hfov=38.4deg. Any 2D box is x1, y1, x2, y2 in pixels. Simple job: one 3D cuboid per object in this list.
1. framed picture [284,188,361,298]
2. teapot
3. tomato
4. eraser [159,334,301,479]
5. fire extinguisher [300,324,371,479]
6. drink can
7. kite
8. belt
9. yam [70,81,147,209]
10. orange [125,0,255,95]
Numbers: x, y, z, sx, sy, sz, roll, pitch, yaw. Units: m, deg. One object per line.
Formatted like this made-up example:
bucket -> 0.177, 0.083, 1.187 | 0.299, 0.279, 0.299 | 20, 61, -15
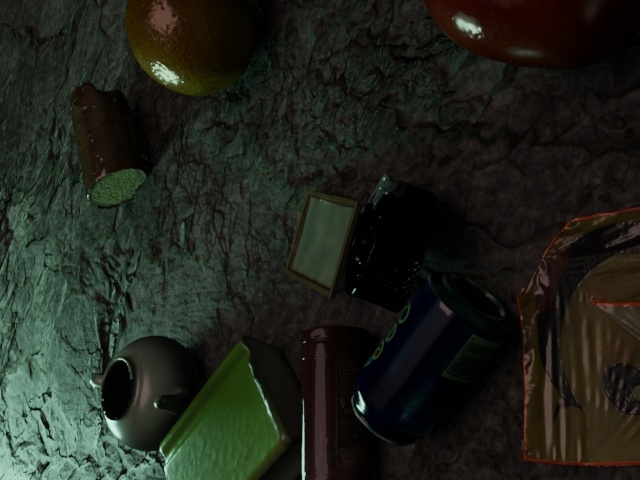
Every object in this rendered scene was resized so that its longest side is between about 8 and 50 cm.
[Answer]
framed picture -> 0.000, 0.000, 1.319 | 0.201, 0.010, 0.135 | 21, 95, 68
teapot -> -0.293, 0.254, 1.543 | 0.294, 0.130, 0.193 | 3, 81, 50
tomato -> 0.249, -0.316, 0.998 | 0.299, 0.226, 0.298 | -9, 76, 42
eraser -> -0.126, 0.300, 1.366 | 0.274, 0.092, 0.210 | -54, 44, 26
fire extinguisher -> 0.015, 0.250, 1.202 | 0.105, 0.105, 0.268 | -16, 67, 46
drink can -> 0.128, 0.141, 1.091 | 0.205, 0.118, 0.118 | -56, 44, 21
kite -> 0.328, 0.109, 0.948 | 0.327, 0.013, 0.377 | 48, 115, 44
belt -> 0.086, -0.003, 1.153 | 0.198, 0.078, 0.151 | -80, 12, -60
yam -> -0.428, -0.193, 1.839 | 0.129, 0.128, 0.238 | -23, 62, 5
orange -> -0.219, -0.361, 1.565 | 0.236, 0.236, 0.236 | -18, 66, 46
